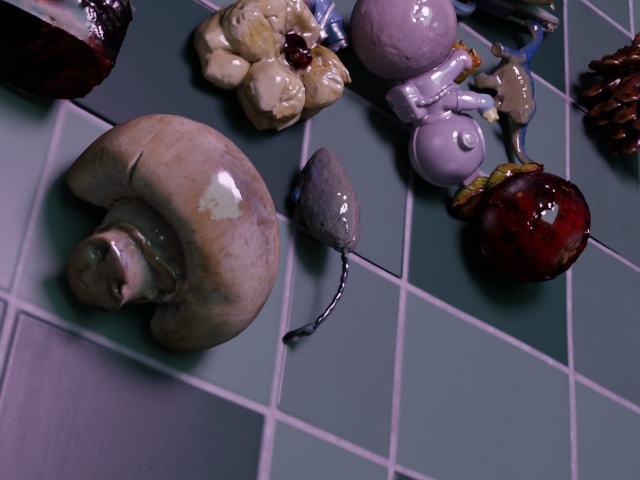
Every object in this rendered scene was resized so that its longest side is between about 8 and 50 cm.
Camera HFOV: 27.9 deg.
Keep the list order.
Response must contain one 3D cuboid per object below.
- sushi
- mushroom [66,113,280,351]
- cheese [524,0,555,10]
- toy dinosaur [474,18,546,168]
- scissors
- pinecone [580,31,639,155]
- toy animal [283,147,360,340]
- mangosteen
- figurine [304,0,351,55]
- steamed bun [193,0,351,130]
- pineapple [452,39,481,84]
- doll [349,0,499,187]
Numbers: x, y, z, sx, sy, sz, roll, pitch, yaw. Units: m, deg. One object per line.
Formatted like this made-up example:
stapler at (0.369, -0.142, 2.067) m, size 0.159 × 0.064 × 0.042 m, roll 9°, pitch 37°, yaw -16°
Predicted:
sushi at (-0.310, -0.249, 1.334) m, size 0.225 × 0.136 × 0.126 m, roll 27°, pitch 48°, yaw -21°
mushroom at (-0.146, -0.015, 1.317) m, size 0.195 × 0.189 × 0.254 m, roll -30°, pitch 86°, yaw -50°
cheese at (0.256, -0.467, 1.950) m, size 0.315 × 0.128 × 0.259 m, roll 37°, pitch 30°, yaw -8°
toy dinosaur at (0.315, -0.221, 1.949) m, size 0.188 × 0.075 × 0.248 m, roll -10°, pitch 78°, yaw -48°
scissors at (0.267, -0.376, 2.011) m, size 0.289 × 0.041 × 0.138 m, roll 14°, pitch 48°, yaw -34°
pinecone at (0.517, -0.217, 2.063) m, size 0.185 × 0.168 × 0.212 m, roll -19°, pitch 83°, yaw -38°
toy animal at (0.009, 0.003, 1.531) m, size 0.070 × 0.079 × 0.253 m, roll 26°, pitch 53°, yaw -39°
mangosteen at (0.277, -0.032, 1.756) m, size 0.166 × 0.166 × 0.180 m, roll -13°, pitch 53°, yaw -46°
figurine at (-0.006, -0.313, 1.698) m, size 0.149 × 0.087 × 0.086 m, roll 61°, pitch 5°, yaw 1°
steamed bun at (-0.058, -0.230, 1.577) m, size 0.192 × 0.106 × 0.178 m, roll -28°, pitch 86°, yaw -46°
pineapple at (0.166, -0.253, 1.843) m, size 0.114 × 0.114 × 0.077 m, roll 65°, pitch 3°, yaw 30°
doll at (0.138, -0.203, 1.714) m, size 0.151 × 0.151 × 0.287 m, roll -28°, pitch 100°, yaw -47°
